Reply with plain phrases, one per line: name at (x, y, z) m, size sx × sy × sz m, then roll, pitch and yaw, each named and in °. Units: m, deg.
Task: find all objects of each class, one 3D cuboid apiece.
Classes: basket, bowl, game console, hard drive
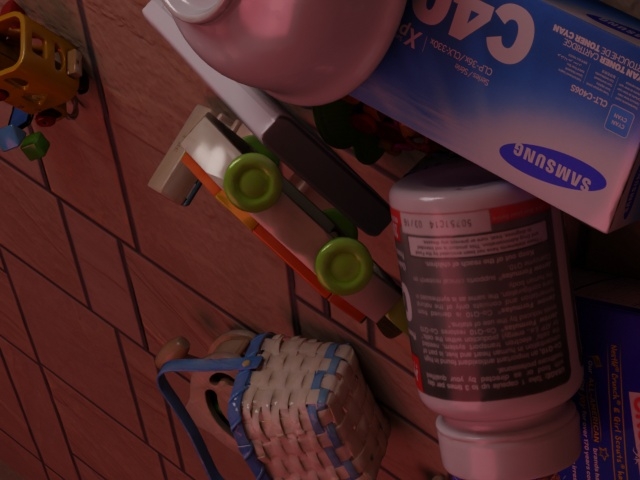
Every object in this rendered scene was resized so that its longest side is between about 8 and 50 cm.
basket at (-0.062, 0.260, 2.247) m, size 0.289 × 0.201 × 0.254 m, roll -9°, pitch 126°, yaw 22°
bowl at (-0.062, -0.265, 1.443) m, size 0.298 × 0.134 × 0.297 m, roll 11°, pitch 104°, yaw 50°
game console at (-0.445, -0.217, 2.309) m, size 0.107 × 0.071 × 0.122 m, roll 52°, pitch 153°, yaw -13°
hard drive at (-0.059, -0.137, 1.705) m, size 0.203 × 0.040 × 0.307 m, roll 40°, pitch -175°, yaw -42°

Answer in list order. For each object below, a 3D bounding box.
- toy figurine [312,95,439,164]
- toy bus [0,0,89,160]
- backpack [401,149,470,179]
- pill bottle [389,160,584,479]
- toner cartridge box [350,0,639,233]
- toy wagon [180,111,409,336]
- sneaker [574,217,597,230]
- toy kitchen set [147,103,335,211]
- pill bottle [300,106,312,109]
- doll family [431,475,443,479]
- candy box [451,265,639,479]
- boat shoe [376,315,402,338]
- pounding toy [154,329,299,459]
toy figurine at (0.099, -0.127, 1.604) m, size 0.159 × 0.130 × 0.173 m, roll 14°, pitch 150°, yaw 32°
toy bus at (-0.366, -0.225, 2.137) m, size 0.104 × 0.202 × 0.191 m, roll -16°, pitch 112°, yaw 27°
backpack at (0.149, -0.048, 1.658) m, size 0.114 × 0.084 × 0.105 m, roll 13°, pitch 139°, yaw 41°
pill bottle at (0.162, 0.074, 1.519) m, size 0.161 × 0.161 × 0.283 m, roll 7°, pitch 110°, yaw 52°
toner cartridge box at (0.152, -0.160, 1.425) m, size 0.348 × 0.075 × 0.165 m, roll 31°, pitch 120°, yaw 28°
toy wagon at (0.000, 0.000, 1.635) m, size 0.344 × 0.068 × 0.267 m, roll 43°, pitch -176°, yaw -7°
sneaker at (0.248, -0.068, 1.521) m, size 0.134 × 0.051 × 0.070 m, roll 51°, pitch 159°, yaw -2°
toy kitchen set at (-0.083, -0.059, 1.936) m, size 0.166 × 0.122 × 0.207 m, roll 33°, pitch 178°, yaw -26°
pill bottle at (-0.002, -0.187, 1.704) m, size 0.065 × 0.065 × 0.116 m, roll 41°, pitch 154°, yaw 10°
doll family at (0.186, 0.399, 2.273) m, size 0.193 × 0.076 × 0.111 m, roll 29°, pitch 154°, yaw 41°
candy box at (0.274, 0.169, 1.647) m, size 0.317 × 0.122 × 0.268 m, roll 12°, pitch 113°, yaw 50°
boat shoe at (0.121, 0.079, 1.943) m, size 0.056 × 0.048 × 0.153 m, roll 58°, pitch 147°, yaw 3°
pounding toy at (-0.108, 0.209, 2.431) m, size 0.269 × 0.155 × 0.154 m, roll 36°, pitch 126°, yaw -1°
